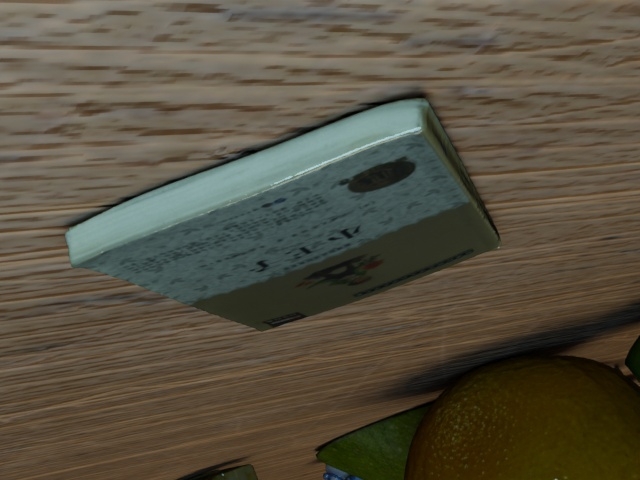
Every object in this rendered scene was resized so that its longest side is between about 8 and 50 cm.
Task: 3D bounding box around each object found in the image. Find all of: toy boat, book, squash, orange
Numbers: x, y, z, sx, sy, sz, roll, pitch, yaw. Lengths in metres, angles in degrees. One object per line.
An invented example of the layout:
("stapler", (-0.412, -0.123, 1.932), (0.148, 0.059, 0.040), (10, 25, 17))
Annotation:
("toy boat", (-0.153, 0.316, 1.201), (0.226, 0.068, 0.088), (-32, 163, 33))
("book", (0.000, 0.000, 0.434), (0.138, 0.016, 0.199), (-20, 163, 12))
("squash", (0.094, 0.221, 1.204), (0.252, 0.169, 0.093), (13, 180, 37))
("orange", (0.211, 0.243, 0.952), (0.274, 0.274, 0.274), (-15, 163, -5))

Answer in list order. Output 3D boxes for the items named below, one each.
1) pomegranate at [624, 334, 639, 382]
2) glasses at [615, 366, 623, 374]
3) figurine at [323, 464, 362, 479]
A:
("pomegranate", (0.380, 0.115, 0.886), (0.159, 0.190, 0.241), (-48, 155, 7))
("glasses", (0.306, 0.205, 1.328), (0.221, 0.088, 0.190), (-3, 171, 27))
("figurine", (0.048, 0.321, 1.405), (0.114, 0.079, 0.114), (-52, 174, -8))
